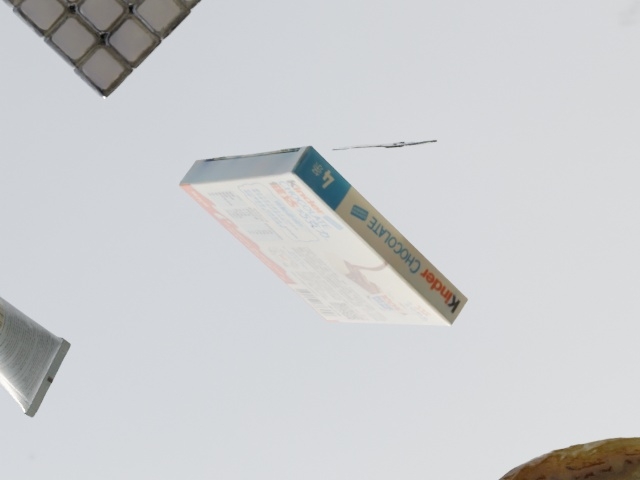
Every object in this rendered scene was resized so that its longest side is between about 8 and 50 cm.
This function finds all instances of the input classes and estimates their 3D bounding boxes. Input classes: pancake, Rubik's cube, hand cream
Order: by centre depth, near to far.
[{"bbox_3d":[0.235,0.317,1.637,0.057,0.266,0.245,112,146,-79],"label":"pancake"},{"bbox_3d":[-0.320,0.102,1.764,0.091,0.058,0.271,-67,-20,-15],"label":"hand cream"},{"bbox_3d":[-0.226,-0.332,1.907,0.237,0.238,0.237,43,-168,-9],"label":"Rubik's cube"}]

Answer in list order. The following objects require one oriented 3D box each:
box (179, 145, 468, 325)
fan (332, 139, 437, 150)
[{"bbox_3d":[0.000,0.000,2.024,0.273,0.265,0.048,44,-112,-24],"label":"box"},{"bbox_3d":[0.068,-0.091,1.672,0.085,0.133,0.005,-8,-85,-37],"label":"fan"}]
